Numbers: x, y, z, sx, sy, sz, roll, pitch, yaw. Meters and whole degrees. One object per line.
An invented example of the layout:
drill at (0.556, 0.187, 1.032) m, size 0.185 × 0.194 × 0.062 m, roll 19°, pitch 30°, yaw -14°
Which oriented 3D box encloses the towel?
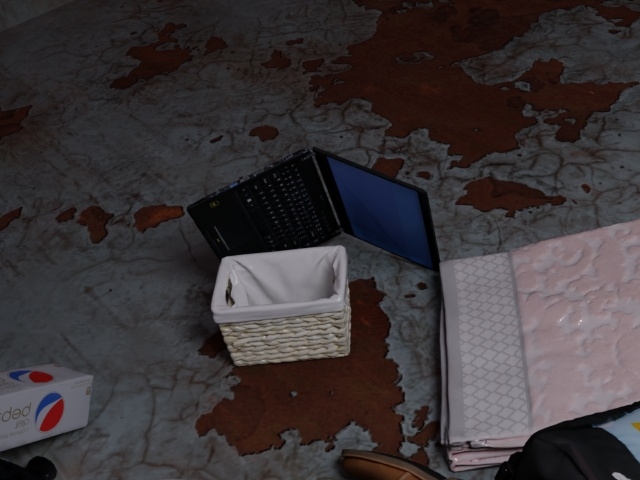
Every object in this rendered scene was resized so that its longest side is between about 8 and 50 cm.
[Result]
towel at (0.292, 0.105, 1.151) m, size 0.317 × 0.053 × 0.332 m, roll -12°, pitch 36°, yaw 15°

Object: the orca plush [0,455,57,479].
orca plush at (-0.394, 0.259, 1.134) m, size 0.151 × 0.102 × 0.287 m, roll -30°, pitch 40°, yaw -23°

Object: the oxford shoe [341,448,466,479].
oxford shoe at (0.097, 0.266, 1.023) m, size 0.212 × 0.076 × 0.076 m, roll 13°, pitch 82°, yaw 44°

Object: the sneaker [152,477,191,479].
sneaker at (-0.058, 0.296, 1.009) m, size 0.169 × 0.108 × 0.292 m, roll 6°, pitch -8°, yaw -40°

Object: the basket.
basket at (-0.043, 0.085, 1.265) m, size 0.167 × 0.103 × 0.113 m, roll -5°, pitch 37°, yaw 8°

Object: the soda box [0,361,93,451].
soda box at (-0.363, 0.195, 1.148) m, size 0.074 × 0.069 × 0.216 m, roll 12°, pitch 8°, yaw 27°

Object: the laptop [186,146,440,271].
laptop at (0.000, 0.000, 1.274) m, size 0.264 × 0.234 × 0.137 m, roll -26°, pitch 61°, yaw -2°

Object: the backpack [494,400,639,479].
backpack at (0.352, 0.229, 0.853) m, size 0.355 × 0.290 × 0.273 m, roll -27°, pitch 47°, yaw -30°
